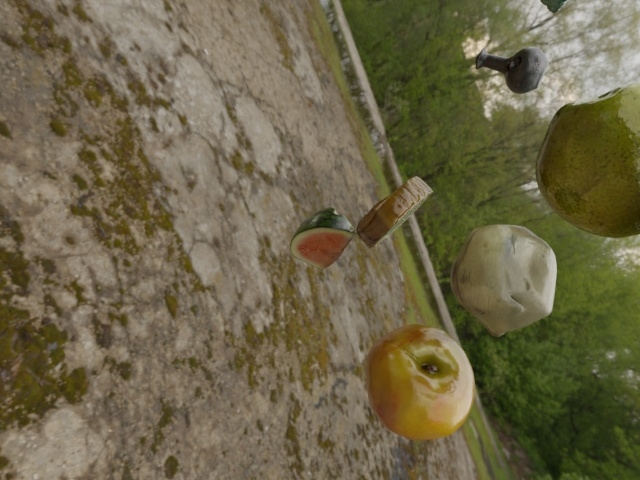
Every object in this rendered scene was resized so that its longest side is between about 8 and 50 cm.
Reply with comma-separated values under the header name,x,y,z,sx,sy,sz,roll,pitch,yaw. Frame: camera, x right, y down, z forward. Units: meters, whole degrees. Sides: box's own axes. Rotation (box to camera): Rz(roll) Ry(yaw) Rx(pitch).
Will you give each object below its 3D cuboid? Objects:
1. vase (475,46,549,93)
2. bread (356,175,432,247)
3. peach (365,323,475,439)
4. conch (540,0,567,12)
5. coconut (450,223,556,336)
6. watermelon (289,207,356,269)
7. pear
name,x,y,z,sx,sy,sz,roll,pitch,yaw
vase,0.513,-0.472,1.210,0.120,0.182,0.120,-49,154,-35
bread,0.192,-0.074,1.178,0.070,0.236,0.236,48,18,8
peach,0.257,0.376,1.167,0.308,0.288,0.289,95,-9,-56
conch,0.314,-0.420,0.602,0.202,0.196,0.134,52,-20,-17
coconut,0.360,0.081,0.887,0.224,0.224,0.224,53,26,-40
watermelon,-0.003,-0.025,1.400,0.303,0.159,0.129,123,-18,-59
pear,0.581,-0.150,0.882,0.294,0.294,0.294,53,26,-40
